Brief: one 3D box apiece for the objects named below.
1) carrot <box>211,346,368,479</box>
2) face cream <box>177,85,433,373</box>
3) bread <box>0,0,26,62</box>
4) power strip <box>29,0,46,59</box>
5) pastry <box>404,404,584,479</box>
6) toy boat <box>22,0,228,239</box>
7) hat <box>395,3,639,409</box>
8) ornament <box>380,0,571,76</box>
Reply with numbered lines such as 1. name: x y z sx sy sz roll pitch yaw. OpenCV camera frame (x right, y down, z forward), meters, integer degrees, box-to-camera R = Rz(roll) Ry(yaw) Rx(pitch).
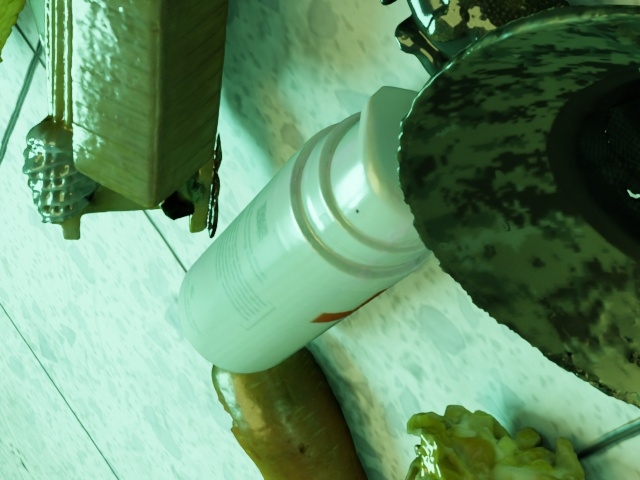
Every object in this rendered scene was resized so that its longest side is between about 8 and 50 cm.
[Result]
1. carrot: -0.013 0.157 1.244 0.087 0.087 0.193 -5 116 61
2. face cream: 0.000 0.000 1.034 0.102 0.102 0.345 57 154 2
3. bread: -0.330 -0.209 1.285 0.194 0.179 0.340 50 156 8
4. power strip: -0.175 -0.243 1.119 0.092 0.066 0.387 28 138 43
5. pastry: 0.117 0.225 1.070 0.154 0.102 0.250 37 145 41
6. toy boat: -0.114 -0.152 0.986 0.445 0.136 0.162 99 165 -47
7. hat: 0.172 -0.035 0.658 0.265 0.128 0.265 26 153 15
8. ornament: 0.109 -0.134 0.724 0.202 0.080 0.236 58 152 -8
